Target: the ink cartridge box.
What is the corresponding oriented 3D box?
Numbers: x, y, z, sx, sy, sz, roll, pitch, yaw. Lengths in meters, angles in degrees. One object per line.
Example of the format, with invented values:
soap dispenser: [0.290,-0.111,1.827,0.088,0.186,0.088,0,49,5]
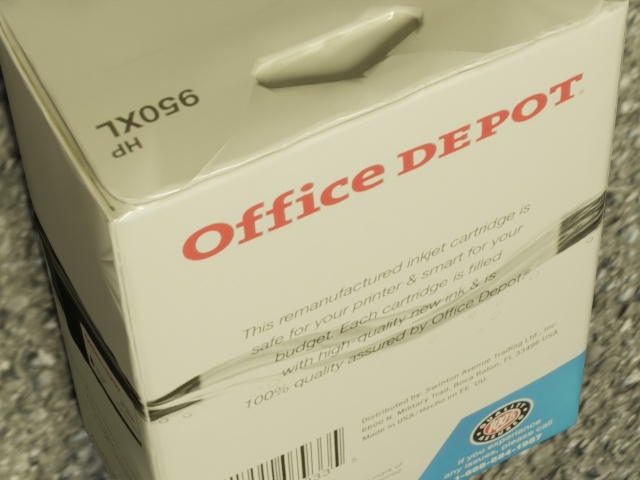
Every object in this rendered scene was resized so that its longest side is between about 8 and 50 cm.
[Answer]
ink cartridge box: [0.000,0.000,1.112,0.285,0.166,0.395,-24,145,-16]
